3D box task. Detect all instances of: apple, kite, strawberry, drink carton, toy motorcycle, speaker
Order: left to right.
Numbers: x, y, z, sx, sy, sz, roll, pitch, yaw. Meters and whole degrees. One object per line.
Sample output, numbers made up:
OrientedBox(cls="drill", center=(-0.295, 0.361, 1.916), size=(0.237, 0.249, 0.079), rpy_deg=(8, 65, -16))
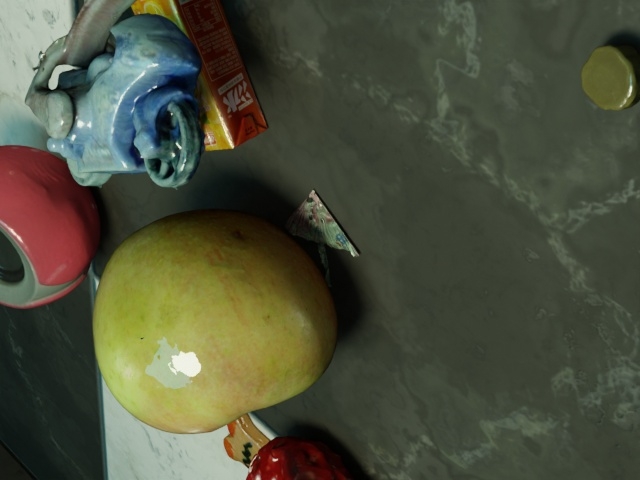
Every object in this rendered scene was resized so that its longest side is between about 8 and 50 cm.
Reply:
OrientedBox(cls="speaker", center=(-0.526, -0.028, 1.466), size=(0.294, 0.294, 0.294), rpy_deg=(28, 136, 31))
OrientedBox(cls="toy motorcycle", center=(-0.246, -0.181, 0.989), size=(0.319, 0.182, 0.241), rpy_deg=(4, 121, 49))
OrientedBox(cls="drink carton", center=(-0.156, -0.228, 1.067), size=(0.096, 0.071, 0.222), rpy_deg=(1, 120, 47))
OrientedBox(cls="apple", center=(-0.146, 0.100, 1.121), size=(0.319, 0.319, 0.277), rpy_deg=(-31, 81, 53))
OrientedBox(cls="strawberry", center=(-0.009, 0.486, 1.343), size=(0.317, 0.295, 0.344), rpy_deg=(137, 130, -69))
OrientedBox(cls="kite", center=(0.000, 0.000, 1.127), size=(0.139, 0.011, 0.156), rpy_deg=(20, 130, 42))

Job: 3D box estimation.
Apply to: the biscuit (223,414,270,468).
OrientedBox(cls="biscuit", center=(-0.085, 0.414, 1.521), size=(0.250, 0.036, 0.165), rpy_deg=(35, 140, 24))

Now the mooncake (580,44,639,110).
OrientedBox(cls="mooncake", center=(0.342, -0.020, 0.695), size=(0.346, 0.057, 0.150), rpy_deg=(58, 156, -10))
